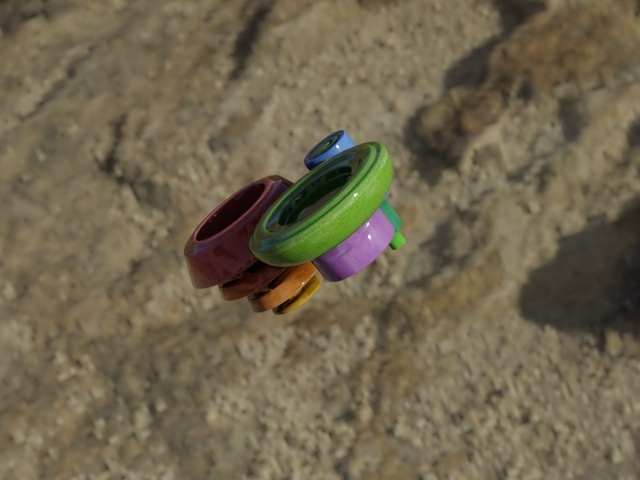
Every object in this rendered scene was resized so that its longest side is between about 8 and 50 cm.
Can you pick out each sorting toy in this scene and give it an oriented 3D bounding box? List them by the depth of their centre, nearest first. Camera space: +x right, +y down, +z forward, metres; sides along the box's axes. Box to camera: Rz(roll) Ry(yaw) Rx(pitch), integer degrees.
[{"bbox_3d":[0.000,0.000,0.541,0.061,0.042,0.102,-47,18,-25],"label":"sorting toy"}]
